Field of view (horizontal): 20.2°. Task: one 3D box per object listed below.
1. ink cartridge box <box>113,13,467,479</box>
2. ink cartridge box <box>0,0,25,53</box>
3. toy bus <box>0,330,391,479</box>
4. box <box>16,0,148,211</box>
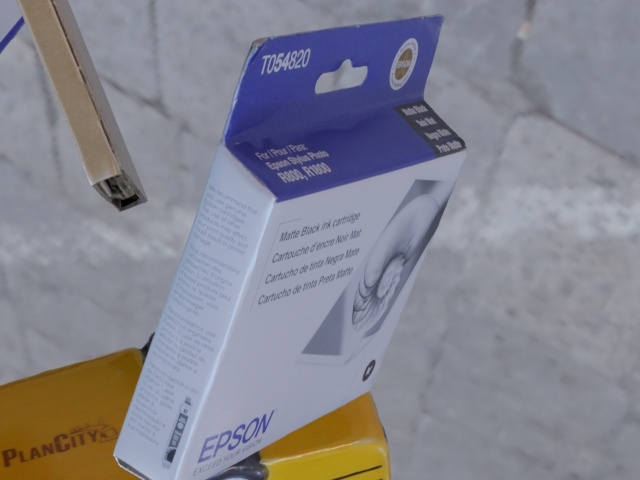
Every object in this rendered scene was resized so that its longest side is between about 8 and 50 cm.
[{"bbox_3d":[0.000,0.000,0.921,0.045,0.224,0.223,27,-158,21],"label":"ink cartridge box"},{"bbox_3d":[-0.343,-0.211,1.154,0.071,0.324,0.330,15,152,48],"label":"ink cartridge box"},{"bbox_3d":[-0.130,0.141,1.109,0.130,0.332,0.108,84,168,-60],"label":"toy bus"},{"bbox_3d":[-0.145,-0.117,0.978,0.164,0.021,0.201,103,144,-86],"label":"box"}]
